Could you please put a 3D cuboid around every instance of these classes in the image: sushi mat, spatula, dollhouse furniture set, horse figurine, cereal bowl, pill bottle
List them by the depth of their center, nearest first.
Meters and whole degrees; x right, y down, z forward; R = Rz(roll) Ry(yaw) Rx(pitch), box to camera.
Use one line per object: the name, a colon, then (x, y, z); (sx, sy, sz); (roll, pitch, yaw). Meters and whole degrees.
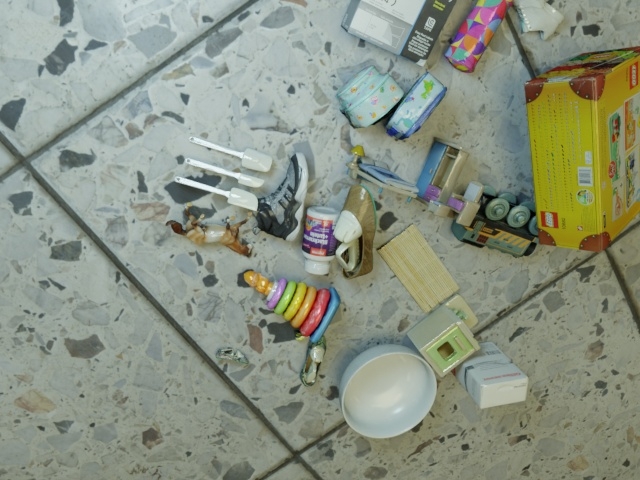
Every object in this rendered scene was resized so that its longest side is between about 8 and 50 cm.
spatula: (-0.272, -0.197, 1.454); (0.242, 0.019, 0.168); (17, 87, -5)
dollhouse furniture set: (0.269, -0.208, 1.463); (0.303, 0.286, 0.198); (13, 106, -29)
horse figurine: (-0.312, -0.031, 1.491); (0.263, 0.066, 0.174); (6, 146, -18)
pill bottle: (0.000, 0.000, 1.571); (0.108, 0.108, 0.193); (3, 108, -14)
sushi mat: (0.332, 0.099, 1.731); (0.151, 0.019, 0.316); (-39, 113, 2)
cereal bowl: (0.217, 0.498, 1.780); (0.339, 0.141, 0.339); (-4, 110, -12)

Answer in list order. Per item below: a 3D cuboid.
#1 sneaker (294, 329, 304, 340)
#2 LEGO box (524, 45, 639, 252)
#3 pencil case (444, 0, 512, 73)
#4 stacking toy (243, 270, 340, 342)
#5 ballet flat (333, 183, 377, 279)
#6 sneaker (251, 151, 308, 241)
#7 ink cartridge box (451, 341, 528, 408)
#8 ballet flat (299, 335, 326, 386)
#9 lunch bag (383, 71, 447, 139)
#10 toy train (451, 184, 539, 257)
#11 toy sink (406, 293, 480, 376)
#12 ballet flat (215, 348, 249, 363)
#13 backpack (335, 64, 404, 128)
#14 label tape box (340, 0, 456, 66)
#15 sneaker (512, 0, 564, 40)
sneaker: (-0.047, 0.301, 1.709); (0.083, 0.031, 0.035); (-23, 112, -4)
LEGO box: (0.802, -0.272, 1.533); (0.372, 0.193, 0.500); (-30, 116, -34)
pencil case: (0.447, -0.599, 1.471); (0.104, 0.104, 0.236); (27, 99, -20)
stacking toy: (-0.104, 0.177, 1.602); (0.302, 0.175, 0.165); (28, 98, -9)
ballet flat: (0.095, -0.005, 1.537); (0.124, 0.116, 0.342); (-34, 143, -27)
sneaker: (-0.125, -0.129, 1.501); (0.153, 0.101, 0.268); (6, 108, -14)
ink cartridge box: (0.578, 0.462, 1.797); (0.172, 0.237, 0.100); (-7, 110, -10)
ballet flat: (-0.019, 0.408, 1.736); (0.070, 0.070, 0.188); (10, 106, -16)
lunch bag: (0.258, -0.364, 1.441); (0.090, 0.219, 0.176); (39, 95, -3)
toy train: (0.590, -0.052, 1.682); (0.334, 0.142, 0.190); (16, 117, -20)
toy sink: (0.446, 0.326, 1.776); (0.234, 0.131, 0.153); (-38, 113, 2)
ballet flat: (-0.282, 0.373, 1.679); (0.114, 0.041, 0.041); (16, 105, -18)
backpack: (0.135, -0.392, 1.420); (0.166, 0.188, 0.144); (-39, 113, 4)
label tape box: (0.234, -0.668, 1.359); (0.241, 0.106, 0.333); (17, 116, -18)
sneaker: (0.606, -0.657, 1.500); (0.212, 0.080, 0.094); (23, 114, -20)
